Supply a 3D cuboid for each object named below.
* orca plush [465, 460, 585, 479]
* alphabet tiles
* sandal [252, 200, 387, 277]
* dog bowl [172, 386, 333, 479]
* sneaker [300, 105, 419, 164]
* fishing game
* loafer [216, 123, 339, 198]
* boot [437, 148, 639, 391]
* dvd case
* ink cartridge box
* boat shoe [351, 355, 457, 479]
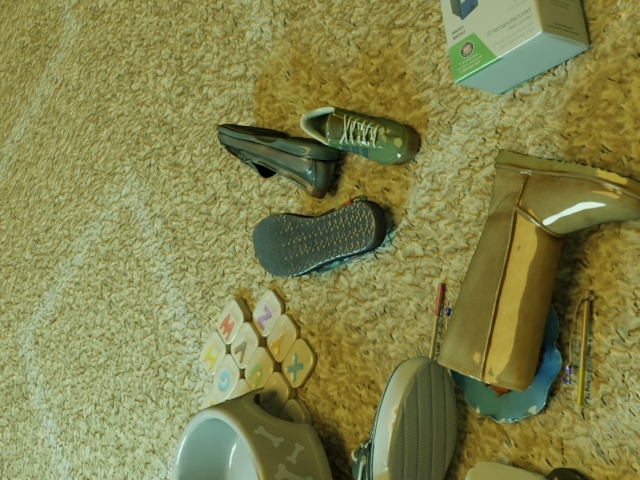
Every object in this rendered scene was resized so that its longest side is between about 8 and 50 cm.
[{"bbox_3d":[0.277,0.348,1.334,0.287,0.102,0.151,9,48,47],"label":"orca plush"},{"bbox_3d":[-0.107,0.230,1.854,0.278,0.021,0.284,-60,45,28],"label":"alphabet tiles"},{"bbox_3d":[0.000,0.001,1.713,0.254,0.054,0.097,-8,86,42],"label":"sandal"},{"bbox_3d":[-0.110,0.395,1.735,0.349,0.102,0.349,5,96,57],"label":"dog bowl"},{"bbox_3d":[0.046,-0.150,1.659,0.192,0.086,0.064,23,103,50],"label":"sneaker"},{"bbox_3d":[0.219,0.133,1.446,0.264,0.041,0.189,7,88,52],"label":"fishing game"},{"bbox_3d":[-0.078,-0.126,1.811,0.267,0.096,0.084,18,105,49],"label":"loafer"},{"bbox_3d":[0.260,0.044,1.348,0.236,0.089,0.269,18,94,53],"label":"boot"},{"bbox_3d":[0.030,-0.008,1.720,0.119,0.013,0.087,-25,66,46],"label":"dvd case"},{"bbox_3d":[0.229,-0.311,1.449,0.154,0.093,0.212,-25,64,48],"label":"ink cartridge box"},{"bbox_3d":[0.087,0.302,1.509,0.119,0.121,0.335,21,108,50],"label":"boat shoe"}]
